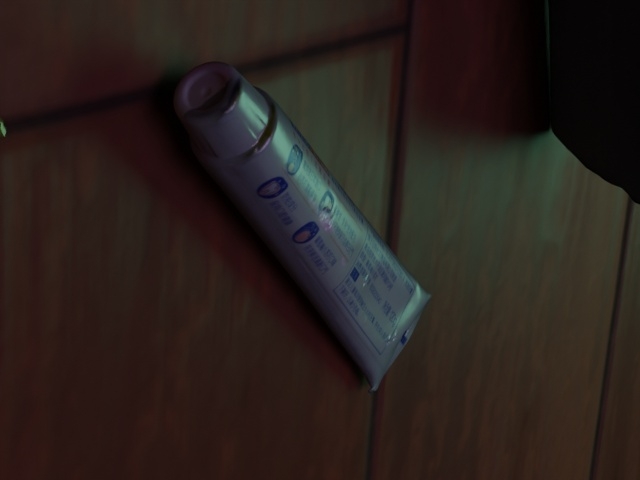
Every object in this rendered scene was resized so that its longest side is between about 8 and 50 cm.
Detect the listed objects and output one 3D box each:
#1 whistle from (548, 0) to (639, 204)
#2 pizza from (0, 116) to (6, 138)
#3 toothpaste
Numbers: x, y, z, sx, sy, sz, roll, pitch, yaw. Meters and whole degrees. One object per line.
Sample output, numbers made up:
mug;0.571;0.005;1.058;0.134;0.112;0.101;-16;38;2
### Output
whistle;0.183;-0.168;0.663;0.163;0.163;0.289;-43;139;-37
pizza;-0.123;-0.033;0.375;0.099;0.036;0.160;-48;141;-33
toothpaste;0.000;0.000;0.582;0.052;0.033;0.218;-58;148;-13
